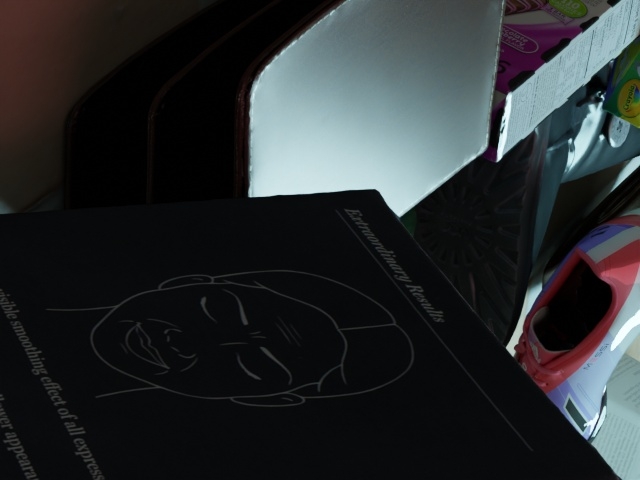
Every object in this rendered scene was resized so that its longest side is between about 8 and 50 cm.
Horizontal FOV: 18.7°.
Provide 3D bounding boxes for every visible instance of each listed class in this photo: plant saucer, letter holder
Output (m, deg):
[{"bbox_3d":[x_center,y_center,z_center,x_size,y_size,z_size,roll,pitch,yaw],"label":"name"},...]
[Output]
[{"bbox_3d":[0.338,-0.034,2.053,0.310,0.050,0.310,-45,180,0],"label":"plant saucer"},{"bbox_3d":[-0.017,-0.113,1.298,0.302,0.152,0.214,-37,144,-42],"label":"letter holder"}]

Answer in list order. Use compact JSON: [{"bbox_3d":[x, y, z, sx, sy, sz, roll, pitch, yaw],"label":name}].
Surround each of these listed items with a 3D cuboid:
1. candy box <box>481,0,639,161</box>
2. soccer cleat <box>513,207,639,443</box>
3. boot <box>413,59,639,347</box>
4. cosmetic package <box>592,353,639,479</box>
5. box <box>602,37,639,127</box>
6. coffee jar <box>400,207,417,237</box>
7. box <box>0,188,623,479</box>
[{"bbox_3d":[0.138,-0.172,1.523,0.233,0.159,0.071,-40,149,-41],"label":"candy box"},{"bbox_3d":[0.206,0.102,1.688,0.116,0.108,0.318,-14,144,-40],"label":"soccer cleat"},{"bbox_3d":[0.223,-0.073,1.838,0.445,0.146,0.367,-31,143,-56],"label":"boot"},{"bbox_3d":[0.408,0.262,2.464,0.151,0.183,0.151,-21,133,-55],"label":"cosmetic package"},{"bbox_3d":[0.296,-0.191,1.607,0.179,0.043,0.105,-59,-175,40],"label":"box"},{"bbox_3d":[0.000,0.000,1.528,0.184,0.079,0.096,-7,121,-61],"label":"coffee jar"},{"bbox_3d":[-0.096,0.141,1.053,0.395,0.293,0.212,-4,124,-27],"label":"box"}]
